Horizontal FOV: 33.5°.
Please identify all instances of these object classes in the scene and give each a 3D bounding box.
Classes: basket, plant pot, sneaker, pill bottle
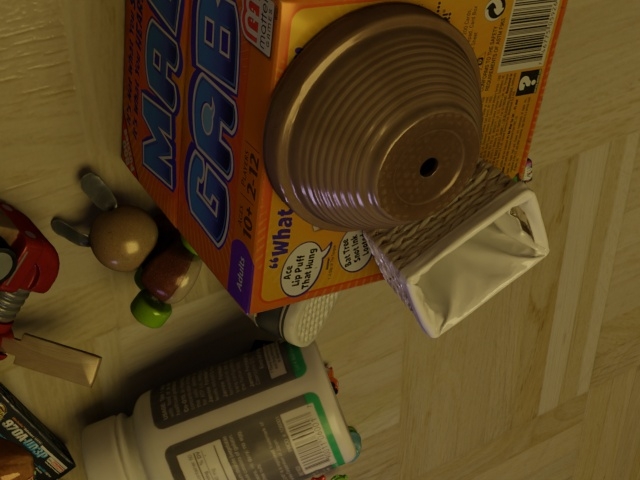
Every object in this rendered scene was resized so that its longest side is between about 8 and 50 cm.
[{"bbox_3d":[0.143,0.001,1.141,0.167,0.103,0.113,-35,136,-7],"label":"basket"},{"bbox_3d":[0.073,-0.096,1.012,0.237,0.110,0.237,-19,130,-24],"label":"plant pot"},{"bbox_3d":[0.000,0.000,1.552,0.321,0.127,0.126,-53,145,-26],"label":"sneaker"},{"bbox_3d":[-0.147,0.286,1.547,0.361,0.204,0.204,-20,134,-2],"label":"pill bottle"}]

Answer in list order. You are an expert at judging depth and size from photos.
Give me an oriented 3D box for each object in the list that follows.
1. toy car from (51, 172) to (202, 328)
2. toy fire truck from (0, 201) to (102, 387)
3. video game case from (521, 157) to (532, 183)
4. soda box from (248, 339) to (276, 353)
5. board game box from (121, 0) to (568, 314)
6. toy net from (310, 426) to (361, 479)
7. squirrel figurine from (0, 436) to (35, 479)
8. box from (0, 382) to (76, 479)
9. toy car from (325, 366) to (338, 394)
[{"bbox_3d":[-0.244,-0.007,1.373,0.188,0.149,0.155,30,112,-20],"label":"toy car"},{"bbox_3d":[-0.380,0.083,1.315,0.217,0.158,0.246,-55,147,10],"label":"toy fire truck"},{"bbox_3d":[0.140,-0.110,1.481,0.210,0.232,0.041,-24,131,-20],"label":"video game case"},{"bbox_3d":[-0.104,0.243,1.690,0.053,0.060,0.169,10,115,-39],"label":"soda box"},{"bbox_3d":[0.005,-0.191,1.226,0.356,0.356,0.356,-13,129,-29],"label":"board game box"},{"bbox_3d":[-0.026,0.385,1.873,0.232,0.045,0.122,12,115,-40],"label":"toy net"},{"bbox_3d":[-0.547,0.243,1.118,0.281,0.397,0.370,-57,165,-17],"label":"squirrel figurine"},{"bbox_3d":[-0.468,0.299,1.468,0.175,0.051,0.220,-37,136,-8],"label":"box"},{"bbox_3d":[-0.001,0.208,1.749,0.040,0.060,0.122,-63,152,-27],"label":"toy car"}]
